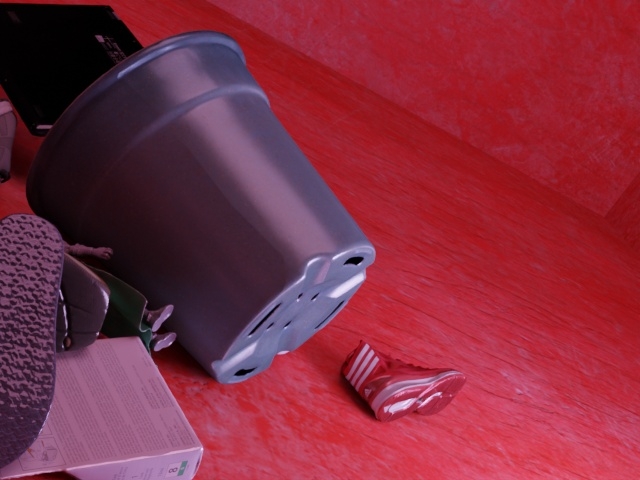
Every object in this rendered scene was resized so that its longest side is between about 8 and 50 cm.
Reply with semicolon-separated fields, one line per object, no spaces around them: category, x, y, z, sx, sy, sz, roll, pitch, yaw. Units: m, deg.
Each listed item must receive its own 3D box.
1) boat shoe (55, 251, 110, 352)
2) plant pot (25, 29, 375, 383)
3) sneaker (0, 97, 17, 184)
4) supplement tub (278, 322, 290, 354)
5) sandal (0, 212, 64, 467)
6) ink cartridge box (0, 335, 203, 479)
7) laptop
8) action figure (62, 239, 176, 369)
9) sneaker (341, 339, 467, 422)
boat shoe;-0.374;0.018;1.147;0.324;0.122;0.120;19;12;-17
plant pot;-0.131;-0.024;1.412;0.334;0.341;0.341;49;22;17
sneaker;-0.444;-0.113;1.458;0.108;0.100;0.271;63;5;-16
supplement tub;-0.071;0.099;1.555;0.107;0.071;0.071;41;20;22
sandal;-0.291;0.099;1.050;0.097;0.054;0.254;22;59;-23
ink cartridge box;-0.254;0.177;1.125;0.225;0.056;0.181;-4;38;-33
laptop;-0.336;-0.184;1.785;0.408;0.236;0.382;-6;39;-34
action figure;-0.267;0.050;1.307;0.232;0.137;0.063;31;50;24
sneaker;0.117;0.186;1.633;0.128;0.087;0.221;46;21;28
